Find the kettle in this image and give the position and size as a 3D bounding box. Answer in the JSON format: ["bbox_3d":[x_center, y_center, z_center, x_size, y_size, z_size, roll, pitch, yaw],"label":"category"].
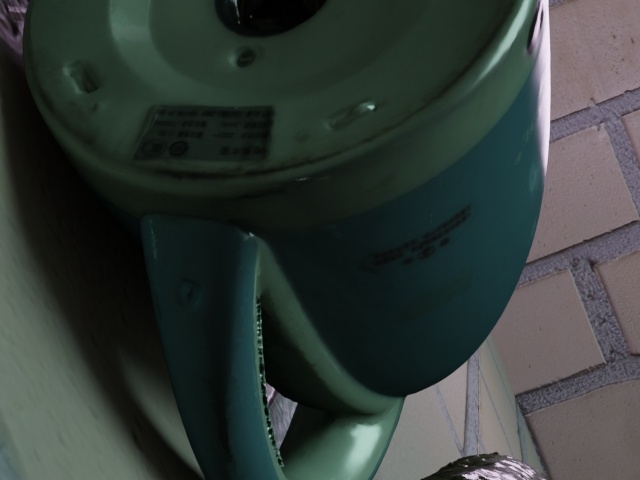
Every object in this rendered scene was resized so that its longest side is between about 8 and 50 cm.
[{"bbox_3d":[0.000,0.000,0.656,0.342,0.247,0.319,70,37,-53],"label":"kettle"}]

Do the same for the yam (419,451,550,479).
[{"bbox_3d":[0.123,0.250,0.915,0.268,0.161,0.161,23,47,-73],"label":"yam"}]
